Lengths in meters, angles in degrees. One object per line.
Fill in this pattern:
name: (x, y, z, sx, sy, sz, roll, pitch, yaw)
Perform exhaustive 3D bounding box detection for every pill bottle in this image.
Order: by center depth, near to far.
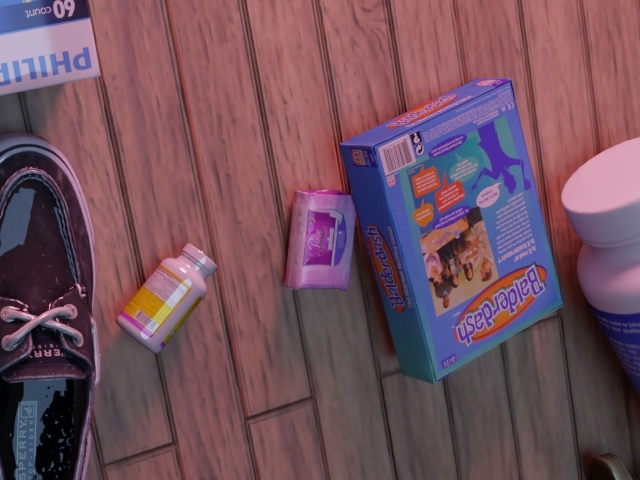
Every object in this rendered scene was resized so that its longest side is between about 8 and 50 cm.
pill bottle: (-0.118, 0.044, 1.146, 0.043, 0.043, 0.083, 43, 80, -26)
pill bottle: (0.318, 0.049, 1.297, 0.152, 0.152, 0.272, -39, 114, -15)

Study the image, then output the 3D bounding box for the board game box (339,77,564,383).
board game box: (0.113, -0.010, 1.229, 0.160, 0.047, 0.210, -26, 110, -32)

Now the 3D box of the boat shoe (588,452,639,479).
boat shoe: (0.290, 0.244, 1.381, 0.045, 0.050, 0.135, -37, 123, -19)

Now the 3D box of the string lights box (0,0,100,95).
string lights box: (-0.245, -0.230, 1.014, 0.133, 0.077, 0.260, -15, 106, -24)

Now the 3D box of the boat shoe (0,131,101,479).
boat shoe: (-0.210, 0.075, 1.074, 0.108, 0.102, 0.301, 1, 100, -26)

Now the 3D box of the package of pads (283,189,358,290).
package of pads: (0.000, 0.000, 1.201, 0.050, 0.032, 0.083, 1, 99, -29)
